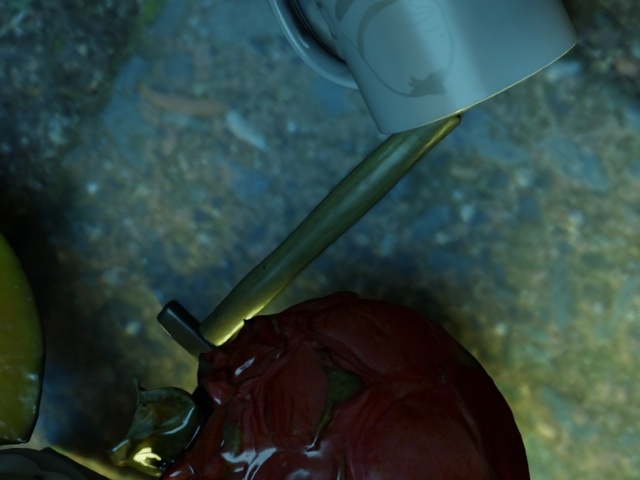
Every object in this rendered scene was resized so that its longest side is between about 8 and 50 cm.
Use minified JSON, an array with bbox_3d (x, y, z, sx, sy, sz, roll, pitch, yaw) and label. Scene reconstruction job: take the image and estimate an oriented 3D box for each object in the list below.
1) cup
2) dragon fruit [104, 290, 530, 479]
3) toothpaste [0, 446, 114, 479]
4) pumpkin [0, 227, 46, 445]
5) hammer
[{"bbox_3d":[0.028,-0.118,0.770,0.136,0.099,0.133,-22,103,21],"label":"cup"},{"bbox_3d":[0.014,0.113,0.822,0.172,0.172,0.209,-36,125,24],"label":"dragon fruit"},{"bbox_3d":[-0.119,0.129,0.812,0.068,0.282,0.099,-38,83,4],"label":"toothpaste"},{"bbox_3d":[-0.277,0.017,0.912,0.312,0.169,0.148,19,76,1],"label":"pumpkin"},{"bbox_3d":[0.000,0.000,0.867,0.062,0.013,0.199,45,115,-3],"label":"hammer"}]
